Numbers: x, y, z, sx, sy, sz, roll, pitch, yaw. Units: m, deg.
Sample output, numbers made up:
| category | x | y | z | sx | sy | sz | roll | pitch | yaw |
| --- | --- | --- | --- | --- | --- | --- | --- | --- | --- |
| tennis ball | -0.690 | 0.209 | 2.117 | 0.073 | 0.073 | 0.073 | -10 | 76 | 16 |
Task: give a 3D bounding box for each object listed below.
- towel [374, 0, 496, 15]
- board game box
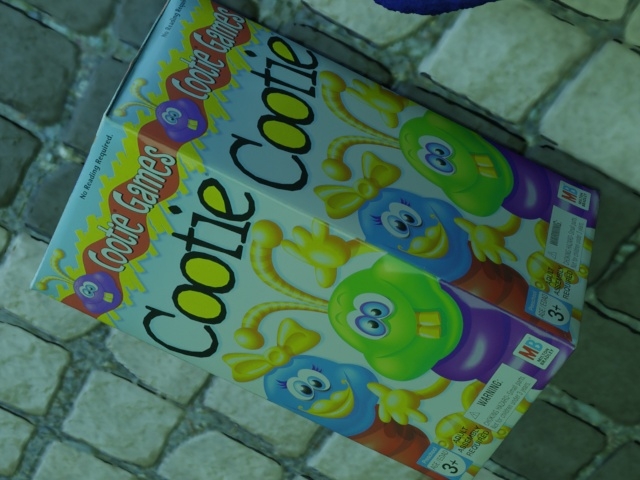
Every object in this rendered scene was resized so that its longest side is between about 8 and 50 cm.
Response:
| category | x | y | z | sx | sy | sz | roll | pitch | yaw |
| --- | --- | --- | --- | --- | --- | --- | --- | --- | --- |
| towel | 0.069 | -0.261 | 0.788 | 0.228 | 0.076 | 0.308 | -8 | 126 | 30 |
| board game box | 0.000 | 0.000 | 0.963 | 0.275 | 0.142 | 0.144 | 26 | 130 | -5 |
